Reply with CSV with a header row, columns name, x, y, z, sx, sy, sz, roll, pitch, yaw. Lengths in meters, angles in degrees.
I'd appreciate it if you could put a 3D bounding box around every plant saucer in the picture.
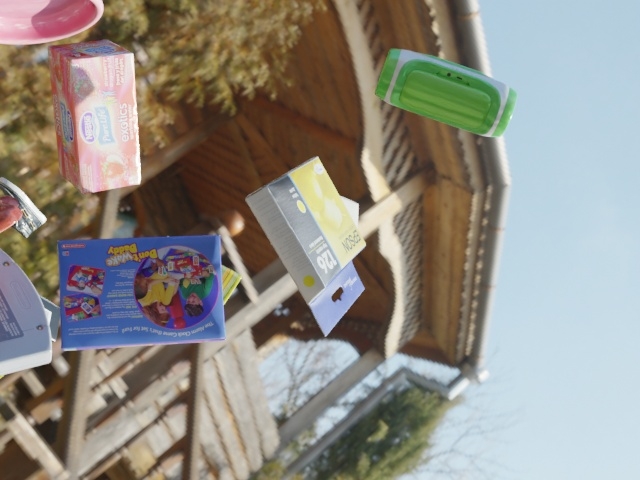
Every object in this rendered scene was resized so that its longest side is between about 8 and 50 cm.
name,x,y,z,sx,sy,sz,roll,pitch,yaw
plant saucer,-0.690,-0.565,2.148,0.332,0.332,0.084,151,-73,-69

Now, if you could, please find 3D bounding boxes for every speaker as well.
name,x,y,z,sx,sy,sz,roll,pitch,yaw
speaker,0.277,-0.327,1.999,0.296,0.131,0.131,19,-24,-1

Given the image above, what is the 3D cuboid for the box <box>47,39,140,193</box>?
name,x,y,z,sx,sy,sz,roll,pitch,yaw
box,-0.492,-0.271,1.973,0.154,0.142,0.300,34,-50,48

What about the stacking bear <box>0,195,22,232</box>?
name,x,y,z,sx,sy,sz,roll,pitch,yaw
stacking bear,-0.667,-0.129,1.548,0.289,0.164,0.175,61,-13,-22

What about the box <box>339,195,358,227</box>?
name,x,y,z,sx,sy,sz,roll,pitch,yaw
box,-0.020,-0.049,2.687,0.275,0.113,0.094,-9,-20,41

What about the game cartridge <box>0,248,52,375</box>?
name,x,y,z,sx,sy,sz,roll,pitch,yaw
game cartridge,-0.608,0.127,1.632,0.294,0.196,0.060,51,-41,33

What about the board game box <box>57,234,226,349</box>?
name,x,y,z,sx,sy,sz,roll,pitch,yaw
board game box,-0.389,0.113,1.966,0.078,0.347,0.233,146,-59,-74

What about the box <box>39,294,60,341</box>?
name,x,y,z,sx,sy,sz,roll,pitch,yaw
box,-0.867,0.226,2.549,0.207,0.108,0.153,-10,-30,21

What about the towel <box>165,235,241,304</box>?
name,x,y,z,sx,sy,sz,roll,pitch,yaw
towel,-0.332,0.082,2.395,0.237,0.102,0.021,31,8,-24

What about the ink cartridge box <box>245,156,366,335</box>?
name,x,y,z,sx,sy,sz,roll,pitch,yaw
ink cartridge box,0.000,0.000,1.822,0.307,0.072,0.303,58,23,-4

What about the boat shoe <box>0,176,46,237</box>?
name,x,y,z,sx,sy,sz,roll,pitch,yaw
boat shoe,-0.852,-0.089,2.522,0.065,0.083,0.183,18,-29,46
